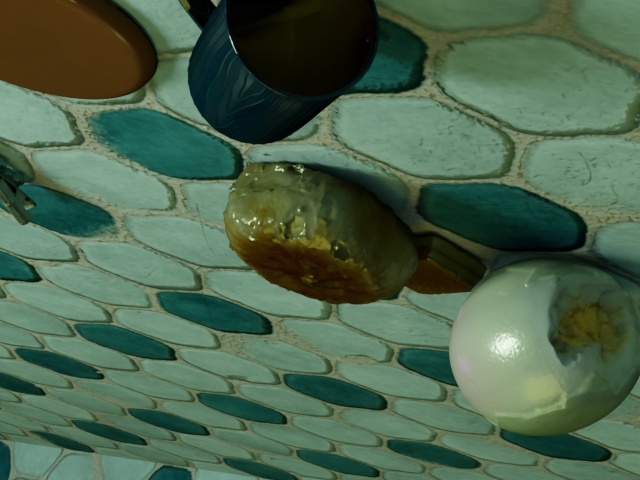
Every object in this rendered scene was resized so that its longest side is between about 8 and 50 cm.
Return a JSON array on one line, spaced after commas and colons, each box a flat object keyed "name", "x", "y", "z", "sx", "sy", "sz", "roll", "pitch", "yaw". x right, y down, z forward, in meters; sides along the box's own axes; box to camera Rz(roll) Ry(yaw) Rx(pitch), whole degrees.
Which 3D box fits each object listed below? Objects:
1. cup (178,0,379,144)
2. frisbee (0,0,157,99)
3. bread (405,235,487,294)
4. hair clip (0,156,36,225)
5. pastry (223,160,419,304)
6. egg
[{"name": "cup", "x": -0.038, "y": -0.156, "z": 1.069, "sx": 0.113, "sy": 0.150, "sz": 0.138, "roll": -15, "pitch": 173, "yaw": -21}, {"name": "frisbee", "x": -0.265, "y": -0.186, "z": 1.263, "sx": 0.250, "sy": 0.021, "sz": 0.251, "roll": 13, "pitch": 162, "yaw": 4}, {"name": "bread", "x": 0.114, "y": 0.027, "z": 1.538, "sx": 0.090, "sy": 0.035, "sz": 0.094, "roll": 30, "pitch": 156, "yaw": -35}, {"name": "hair clip", "x": -0.376, "y": -0.076, "z": 1.624, "sx": 0.049, "sy": 0.049, "sz": 0.173, "roll": 6, "pitch": 154, "yaw": 25}, {"name": "pastry", "x": 0.000, "y": 0.000, "z": 1.449, "sx": 0.182, "sy": 0.093, "sz": 0.192, "roll": 3, "pitch": 153, "yaw": 37}, {"name": "egg", "x": 0.220, "y": 0.112, "z": 1.463, "sx": 0.183, "sy": 0.183, "sz": 0.217, "roll": 22, "pitch": 150, "yaw": -19}]
